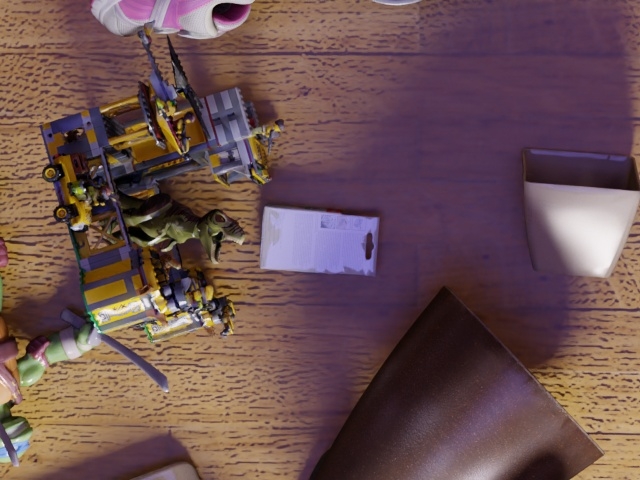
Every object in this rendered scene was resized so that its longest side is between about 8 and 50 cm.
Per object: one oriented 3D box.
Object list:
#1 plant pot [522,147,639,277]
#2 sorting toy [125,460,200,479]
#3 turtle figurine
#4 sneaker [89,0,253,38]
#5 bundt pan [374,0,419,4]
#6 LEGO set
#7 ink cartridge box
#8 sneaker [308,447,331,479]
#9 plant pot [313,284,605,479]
[{"bbox_3d":[0.243,-0.023,1.719,0.109,0.109,0.096,5,110,4],"label":"plant pot"},{"bbox_3d":[-0.183,0.398,1.841,0.229,0.041,0.307,-21,95,3],"label":"sorting toy"},{"bbox_3d":[-0.292,0.070,1.730,0.198,0.275,0.266,-22,91,-27],"label":"turtle figurine"},{"bbox_3d":[-0.126,-0.228,1.662,0.111,0.252,0.103,45,66,-12],"label":"sneaker"},{"bbox_3d":[0.060,-0.386,1.658,0.331,0.124,0.330,-1,104,-2],"label":"bundt pan"},{"bbox_3d":[-0.114,-0.034,1.656,0.192,0.331,0.255,-17,75,5],"label":"LEGO set"},{"bbox_3d":[0.000,0.000,1.776,0.115,0.029,0.063,5,97,3],"label":"ink cartridge box"},{"bbox_3d":[0.043,0.320,1.791,0.130,0.087,0.227,11,71,-31],"label":"sneaker"},{"bbox_3d":[0.108,0.198,1.684,0.230,0.215,0.215,-44,92,1],"label":"plant pot"}]
